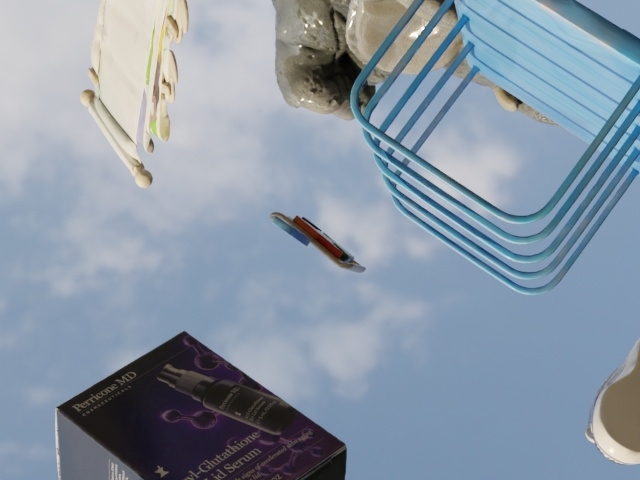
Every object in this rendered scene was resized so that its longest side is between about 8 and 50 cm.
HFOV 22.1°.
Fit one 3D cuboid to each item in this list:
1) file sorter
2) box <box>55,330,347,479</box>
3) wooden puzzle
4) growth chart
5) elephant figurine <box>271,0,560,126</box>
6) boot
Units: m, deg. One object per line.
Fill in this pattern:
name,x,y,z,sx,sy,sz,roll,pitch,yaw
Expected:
file sorter,0.091,-0.053,0.813,0.118,0.170,0.104,36,-95,15
box,-0.103,0.194,1.386,0.207,0.108,0.153,31,-135,31
wooden puzzle,0.000,0.000,1.221,0.078,0.116,0.014,35,-87,4
growth chart,-0.150,-0.161,1.341,0.021,0.237,0.172,-7,-136,-29
elephant figurine,0.089,-0.163,1.115,0.239,0.169,0.186,2,173,40
boot,0.251,0.150,1.343,0.069,0.086,0.190,36,-149,9
